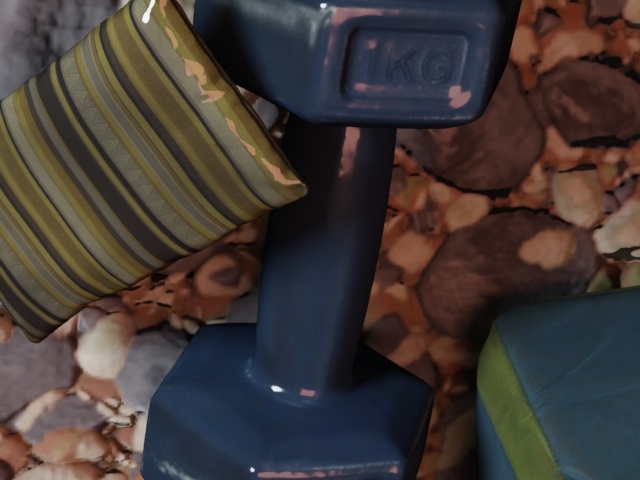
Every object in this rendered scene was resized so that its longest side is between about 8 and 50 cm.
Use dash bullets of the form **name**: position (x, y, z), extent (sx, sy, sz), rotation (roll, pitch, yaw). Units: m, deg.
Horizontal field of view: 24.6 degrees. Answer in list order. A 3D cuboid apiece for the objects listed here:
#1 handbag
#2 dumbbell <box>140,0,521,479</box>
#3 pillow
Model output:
- **handbag**: position (0.217, 0.167, 0.845), extent (0.263, 0.222, 0.241), rotation (-9, 124, -12)
- **dumbbell**: position (0.000, 0.000, 0.729), extent (0.143, 0.156, 0.316), rotation (-18, 127, -43)
- **pillow**: position (-0.104, -0.029, 0.672), extent (0.203, 0.038, 0.113), rotation (-26, 105, 39)
